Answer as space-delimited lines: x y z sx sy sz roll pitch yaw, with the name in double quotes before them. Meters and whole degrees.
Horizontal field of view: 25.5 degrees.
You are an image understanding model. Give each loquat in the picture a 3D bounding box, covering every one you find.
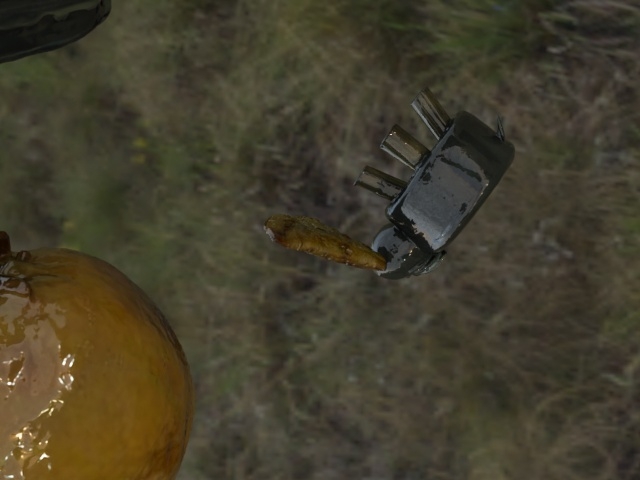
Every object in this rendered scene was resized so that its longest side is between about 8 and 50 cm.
"loquat" -0.187 0.117 0.912 0.193 0.238 0.238 38 116 50

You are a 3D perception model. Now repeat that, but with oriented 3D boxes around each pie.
"pie" 0.000 0.000 1.600 0.034 0.169 0.092 -62 33 16

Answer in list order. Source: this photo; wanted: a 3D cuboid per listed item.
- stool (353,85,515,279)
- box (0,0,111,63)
"stool" 0.118 -0.061 1.621 0.228 0.139 0.153 -54 -1 3
"box" -0.368 -0.211 1.008 0.359 0.350 0.091 43 137 33
